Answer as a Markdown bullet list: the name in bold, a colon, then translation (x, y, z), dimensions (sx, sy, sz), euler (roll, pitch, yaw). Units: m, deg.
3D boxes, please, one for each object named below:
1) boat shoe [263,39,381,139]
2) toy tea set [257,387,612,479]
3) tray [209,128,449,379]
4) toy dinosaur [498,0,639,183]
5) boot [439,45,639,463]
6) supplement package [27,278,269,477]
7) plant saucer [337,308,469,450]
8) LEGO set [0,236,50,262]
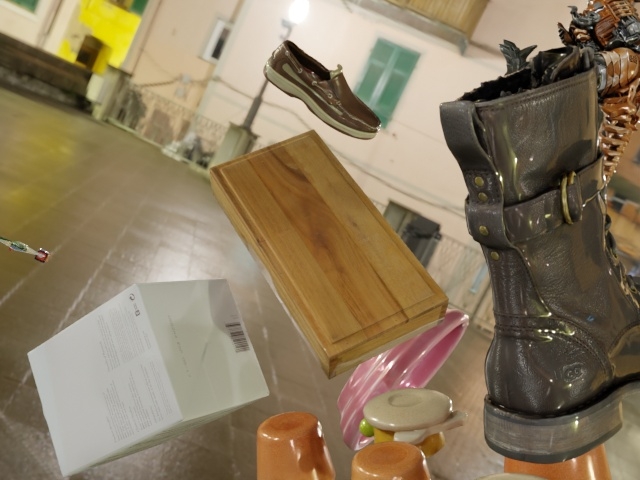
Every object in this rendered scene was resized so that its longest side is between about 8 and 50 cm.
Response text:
- **boat shoe**: translation (0.017, -0.291, 1.351), dimensions (0.257, 0.095, 0.095), euler (30, 39, -11)
- **toy tea set**: translation (0.095, 0.223, 0.611), dimensions (0.336, 0.124, 0.200), euler (1, 13, 45)
- **tray**: translation (0.000, 0.000, 1.118), dimensions (0.411, 0.203, 0.076), euler (54, -22, 34)
- **toy dinosaur**: translation (0.387, -0.242, 1.006), dimensions (0.218, 0.322, 0.164), euler (-7, -41, 31)
- **boot**: translation (0.170, -0.008, 0.449), dimensions (0.091, 0.229, 0.263), euler (2, 16, 41)
- **supplement package**: translation (-0.261, 0.202, 1.063), dimensions (0.198, 0.263, 0.199), euler (1, 63, -58)
- **plant saucer**: translation (0.146, 0.247, 1.330), dimensions (0.084, 0.332, 0.332), euler (41, 12, 20)
- **LEGO set**: translation (-0.609, 0.002, 1.262), dimensions (0.182, 0.060, 0.244), euler (26, -1, 23)
